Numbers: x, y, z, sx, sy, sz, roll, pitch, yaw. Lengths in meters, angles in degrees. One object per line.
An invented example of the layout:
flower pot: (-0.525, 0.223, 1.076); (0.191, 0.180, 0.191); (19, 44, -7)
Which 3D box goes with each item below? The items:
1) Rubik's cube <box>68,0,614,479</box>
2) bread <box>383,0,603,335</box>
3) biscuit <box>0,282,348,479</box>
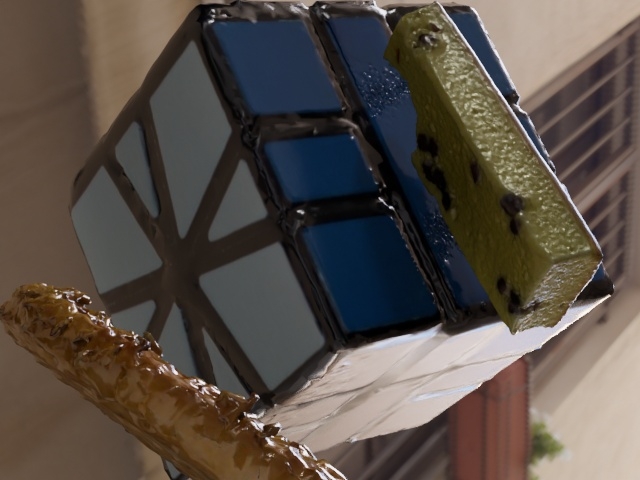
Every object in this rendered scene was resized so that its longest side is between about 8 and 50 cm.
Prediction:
Rubik's cube: (0.000, 0.000, 1.111); (0.293, 0.283, 0.288); (-45, -117, 44)
bread: (0.104, -0.051, 0.940); (0.226, 0.049, 0.088); (62, -28, 29)
biscuit: (-0.024, 0.096, 0.572); (0.254, 0.035, 0.254); (35, -12, 9)
